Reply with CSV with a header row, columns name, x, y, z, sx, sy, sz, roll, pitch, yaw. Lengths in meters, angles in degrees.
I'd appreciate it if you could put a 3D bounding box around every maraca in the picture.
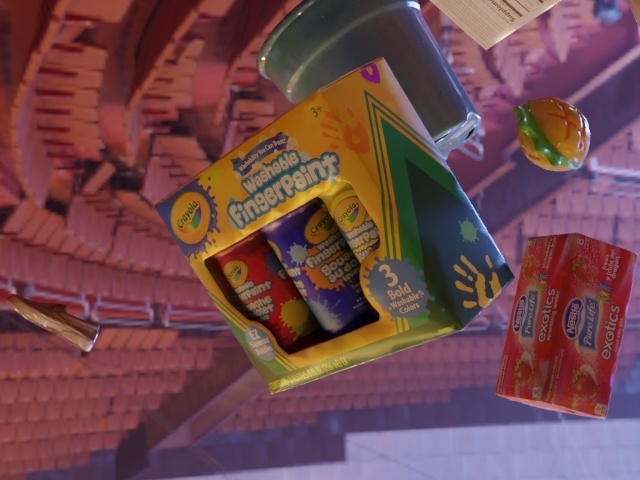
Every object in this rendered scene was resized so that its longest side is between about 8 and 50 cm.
name,x,y,z,sx,sy,sz,roll,pitch,yaw
maraca,0.340,-0.157,1.419,0.099,0.127,0.185,-43,166,28

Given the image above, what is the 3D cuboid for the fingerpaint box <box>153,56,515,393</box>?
name,x,y,z,sx,sy,sz,roll,pitch,yaw
fingerpaint box,0.000,0.000,1.435,0.445,0.371,0.163,-26,-173,47

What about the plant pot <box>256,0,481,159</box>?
name,x,y,z,sx,sy,sz,roll,pitch,yaw
plant pot,0.111,-0.285,1.807,0.341,0.334,0.341,-32,169,-7

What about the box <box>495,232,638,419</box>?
name,x,y,z,sx,sy,sz,roll,pitch,yaw
box,0.367,0.127,1.434,0.122,0.257,0.128,17,171,-20

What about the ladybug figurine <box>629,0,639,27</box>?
name,x,y,z,sx,sy,sz,roll,pitch,yaw
ladybug figurine,0.619,-0.450,1.380,0.305,0.162,0.449,-2,131,-16

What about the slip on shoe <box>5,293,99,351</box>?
name,x,y,z,sx,sy,sz,roll,pitch,yaw
slip on shoe,-0.364,0.104,1.308,0.135,0.041,0.051,35,162,-22

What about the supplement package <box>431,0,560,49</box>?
name,x,y,z,sx,sy,sz,roll,pitch,yaw
supplement package,0.194,-0.402,1.128,0.204,0.262,0.145,35,140,-26
